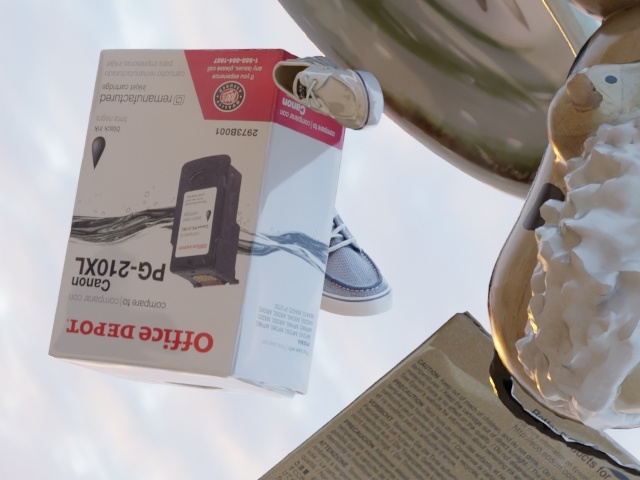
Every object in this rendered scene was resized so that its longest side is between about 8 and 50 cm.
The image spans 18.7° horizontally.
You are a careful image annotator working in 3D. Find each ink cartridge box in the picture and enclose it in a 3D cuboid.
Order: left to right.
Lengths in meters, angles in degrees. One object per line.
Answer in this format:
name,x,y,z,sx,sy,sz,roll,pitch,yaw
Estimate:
ink cartridge box,-0.087,-0.014,1.413,0.172,0.100,0.237,3,-99,34
ink cartridge box,0.097,0.184,1.181,0.235,0.193,0.088,41,-18,39

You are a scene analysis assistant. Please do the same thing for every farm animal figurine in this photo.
farm animal figurine,0.149,-0.066,0.751,0.172,0.326,0.330,18,-11,18

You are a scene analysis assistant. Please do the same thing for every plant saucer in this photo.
plant saucer,0.074,-0.196,1.274,0.400,0.100,0.400,42,-15,14

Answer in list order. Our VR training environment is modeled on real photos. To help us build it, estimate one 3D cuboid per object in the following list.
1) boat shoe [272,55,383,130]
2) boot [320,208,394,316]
boat shoe,0.002,-0.086,1.121,0.100,0.035,0.035,38,-53,57
boot,0.000,0.000,1.761,0.190,0.069,0.086,31,-48,50
